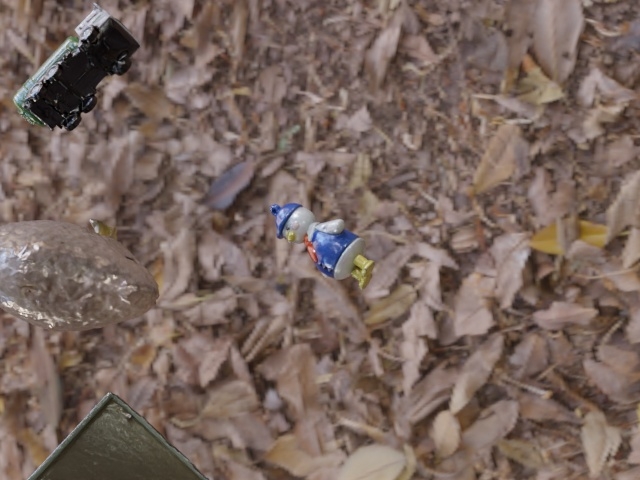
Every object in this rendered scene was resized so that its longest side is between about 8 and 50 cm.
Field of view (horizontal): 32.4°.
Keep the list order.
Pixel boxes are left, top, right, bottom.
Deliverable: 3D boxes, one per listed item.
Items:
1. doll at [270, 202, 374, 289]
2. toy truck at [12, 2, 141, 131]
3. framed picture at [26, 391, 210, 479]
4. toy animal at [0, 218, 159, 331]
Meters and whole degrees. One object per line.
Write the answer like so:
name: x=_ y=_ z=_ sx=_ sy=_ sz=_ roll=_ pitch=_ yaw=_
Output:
doll: x=0.000 y=0.000 z=1.243 sx=0.143 sy=0.057 sz=0.099 roll=36 pitch=145 yaw=16
toy truck: x=-0.434 y=-0.297 z=1.941 sx=0.242 sy=0.101 sz=0.125 roll=-46 pitch=36 yaw=1
framed picture: x=-0.240 y=0.353 z=1.434 sx=0.265 sy=0.018 sz=0.192 roll=43 pitch=83 yaw=-1
toy animal: x=-0.471 y=0.060 z=1.974 sx=0.226 sy=0.358 sz=0.188 roll=-118 pitch=45 yaw=-71
